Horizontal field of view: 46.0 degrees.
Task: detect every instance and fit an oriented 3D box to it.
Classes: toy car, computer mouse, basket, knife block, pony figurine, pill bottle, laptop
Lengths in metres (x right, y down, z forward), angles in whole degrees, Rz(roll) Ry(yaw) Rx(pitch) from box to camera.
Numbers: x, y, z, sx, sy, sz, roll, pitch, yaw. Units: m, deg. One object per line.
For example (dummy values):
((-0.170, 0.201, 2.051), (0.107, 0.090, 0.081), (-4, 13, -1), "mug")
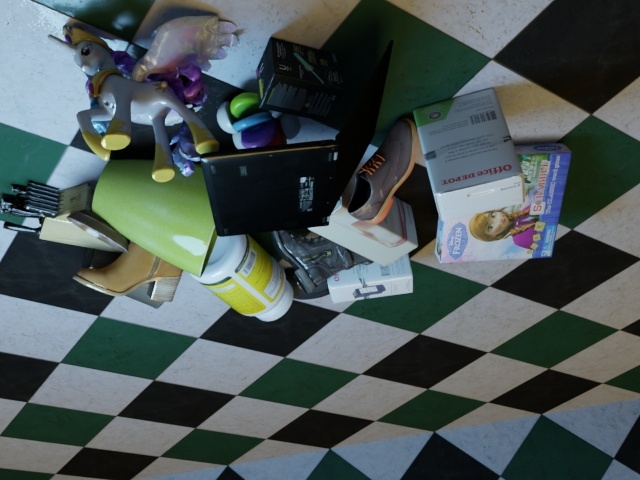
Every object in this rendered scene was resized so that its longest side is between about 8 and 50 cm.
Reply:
((-0.138, -0.250, 1.706), (0.159, 0.136, 0.182), (-18, 143, 15), "toy car")
((-0.002, 0.130, 2.315), (0.272, 0.072, 0.188), (-6, 145, -1), "computer mouse")
((-0.531, 0.077, 2.089), (0.227, 0.154, 0.204), (19, 129, -26), "basket")
((-0.669, -0.047, 1.939), (0.242, 0.088, 0.275), (-15, 144, 12), "knife block")
((-0.334, -0.289, 1.499), (0.351, 0.363, 0.303), (-1, 140, -36), "pony figurine")
((-0.217, 0.099, 2.135), (0.188, 0.188, 0.334), (-21, 142, 18), "pill bottle")
((-0.044, -0.204, 1.622), (0.408, 0.236, 0.382), (-7, 157, -5), "laptop")

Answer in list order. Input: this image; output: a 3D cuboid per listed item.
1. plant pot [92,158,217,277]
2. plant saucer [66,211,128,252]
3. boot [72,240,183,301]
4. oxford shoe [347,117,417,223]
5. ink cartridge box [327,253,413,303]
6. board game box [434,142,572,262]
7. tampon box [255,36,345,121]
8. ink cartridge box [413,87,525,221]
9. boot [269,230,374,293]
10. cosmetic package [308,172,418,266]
((-0.384, -0.086, 1.822), (0.294, 0.274, 0.275), (19, 140, -4), "plant pot")
((-0.535, -0.023, 1.831), (0.168, 0.029, 0.168), (27, 166, 7), "plant saucer")
((-0.481, 0.035, 1.952), (0.283, 0.220, 0.109), (11, -175, -27), "boot")
((0.148, -0.169, 1.811), (0.098, 0.097, 0.271), (11, 104, -44), "oxford shoe")
((0.135, 0.071, 2.170), (0.237, 0.172, 0.100), (-8, 146, 2), "ink cartridge box")
((0.475, -0.095, 1.991), (0.318, 0.066, 0.318), (-4, 121, -5), "board game box")
((-0.046, -0.341, 1.610), (0.161, 0.120, 0.101), (9, 140, -21), "tampon box")
((0.341, -0.198, 1.745), (0.198, 0.273, 0.115), (-13, 144, 9), "ink cartridge box")
((0.000, 0.000, 2.092), (0.229, 0.263, 0.091), (-32, -178, -11), "boot")
((0.109, -0.064, 1.999), (0.296, 0.153, 0.129), (25, 135, -39), "cosmetic package")
